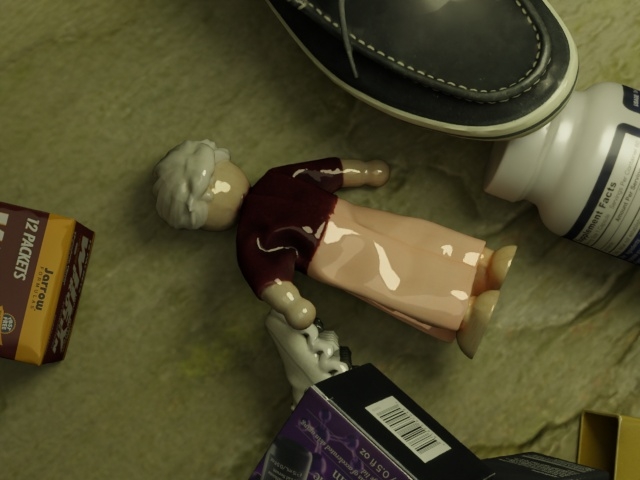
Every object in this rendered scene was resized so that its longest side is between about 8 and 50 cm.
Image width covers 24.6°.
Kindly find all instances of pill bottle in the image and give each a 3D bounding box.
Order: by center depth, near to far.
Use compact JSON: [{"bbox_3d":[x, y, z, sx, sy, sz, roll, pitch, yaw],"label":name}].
[{"bbox_3d":[0.294,-0.058,1.358,0.264,0.153,0.153,21,86,-1],"label":"pill bottle"}]

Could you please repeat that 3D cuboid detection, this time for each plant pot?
[{"bbox_3d":[0.297,0.205,1.382,0.083,0.081,0.081,7,86,-16],"label":"plant pot"}]

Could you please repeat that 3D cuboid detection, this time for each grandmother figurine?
[{"bbox_3d":[0.000,0.000,1.363,0.342,0.104,0.208,23,42,5],"label":"grandmother figurine"}]

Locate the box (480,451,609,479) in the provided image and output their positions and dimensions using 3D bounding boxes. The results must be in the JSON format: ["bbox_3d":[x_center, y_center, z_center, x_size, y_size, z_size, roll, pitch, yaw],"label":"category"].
[{"bbox_3d":[0.173,0.280,1.314,0.093,0.158,0.156,9,95,42],"label":"box"}]

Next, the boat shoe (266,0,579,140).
[{"bbox_3d":[0.018,-0.272,1.305,0.187,0.156,0.500,-45,75,-4],"label":"boat shoe"}]

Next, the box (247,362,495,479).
[{"bbox_3d":[0.021,0.234,1.251,0.153,0.108,0.207,40,114,20],"label":"box"}]

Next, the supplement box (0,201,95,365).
[{"bbox_3d":[-0.317,0.026,1.306,0.194,0.191,0.129,13,86,-2],"label":"supplement box"}]

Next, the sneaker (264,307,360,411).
[{"bbox_3d":[0.014,0.194,1.360,0.118,0.110,0.292,-29,88,5],"label":"sneaker"}]
